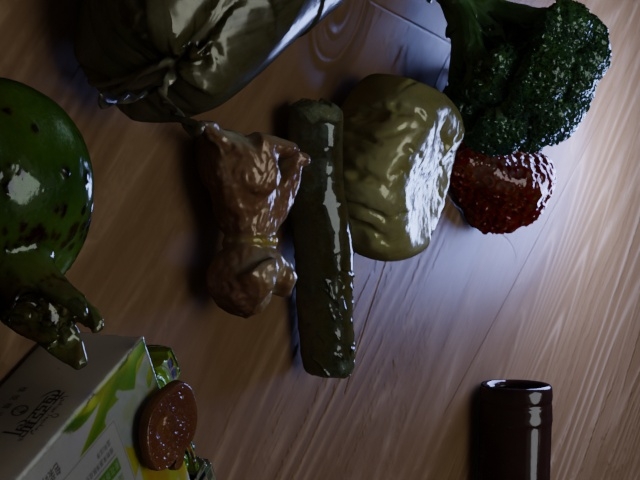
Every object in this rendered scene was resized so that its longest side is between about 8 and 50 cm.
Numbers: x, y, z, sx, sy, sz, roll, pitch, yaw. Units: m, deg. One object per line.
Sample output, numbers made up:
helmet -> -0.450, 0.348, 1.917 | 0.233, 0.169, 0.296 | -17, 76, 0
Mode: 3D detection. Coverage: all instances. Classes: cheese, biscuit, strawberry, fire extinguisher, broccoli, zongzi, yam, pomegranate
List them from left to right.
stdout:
pomegranate -> -0.261, -0.012, 1.406 | 0.211, 0.263, 0.211 | -27, 148, -19
zongzi -> -0.160, -0.366, 1.683 | 0.500, 0.218, 0.467 | -45, 106, -35
biscuit -> -0.138, 0.171, 1.652 | 0.091, 0.015, 0.078 | -40, 128, -56
yam -> 0.000, 0.000, 2.046 | 0.071, 0.067, 0.317 | -15, 109, -39
cheese -> 0.087, -0.081, 2.155 | 0.226, 0.117, 0.214 | 45, 61, -59
broccoli -> 0.228, -0.234, 2.309 | 0.270, 0.270, 0.270 | 54, 36, -1
strawberry -> 0.255, -0.089, 2.462 | 0.236, 0.106, 0.175 | -30, 118, -56
fire extinguisher -> 0.275, 0.367, 2.549 | 0.138, 0.102, 0.344 | -8, 100, -62

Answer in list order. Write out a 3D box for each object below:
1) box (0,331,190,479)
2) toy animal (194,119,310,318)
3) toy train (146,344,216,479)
box -> -0.233, 0.228, 1.609 | 0.260, 0.111, 0.194 | -54, 138, -48
toy animal -> -0.091, -0.020, 1.854 | 0.184, 0.104, 0.185 | 21, 80, -62
toy train -> -0.144, 0.223, 1.828 | 0.085, 0.053, 0.250 | -59, 142, -49
